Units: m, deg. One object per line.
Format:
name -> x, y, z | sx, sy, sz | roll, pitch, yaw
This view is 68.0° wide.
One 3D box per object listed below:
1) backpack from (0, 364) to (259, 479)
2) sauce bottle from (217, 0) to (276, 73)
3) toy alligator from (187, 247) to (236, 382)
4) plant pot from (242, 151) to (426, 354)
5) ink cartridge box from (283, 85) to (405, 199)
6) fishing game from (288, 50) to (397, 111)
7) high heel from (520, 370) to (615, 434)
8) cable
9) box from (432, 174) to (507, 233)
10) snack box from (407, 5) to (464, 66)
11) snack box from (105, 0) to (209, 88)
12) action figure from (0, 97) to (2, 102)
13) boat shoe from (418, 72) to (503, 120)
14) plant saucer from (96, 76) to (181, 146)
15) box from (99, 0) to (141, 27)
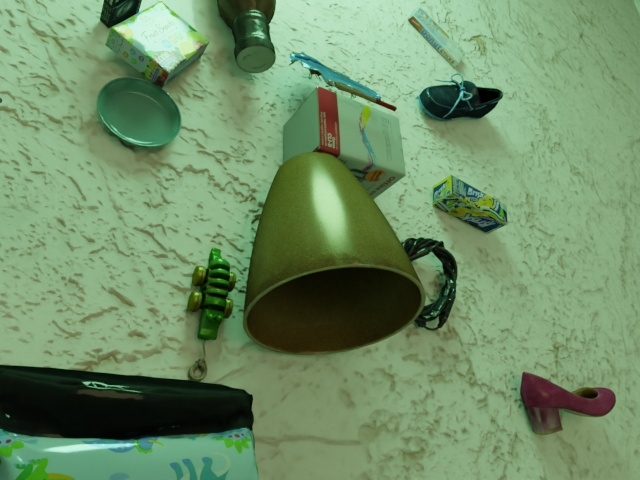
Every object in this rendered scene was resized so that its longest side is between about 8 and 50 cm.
backpack -> -0.182, 0.304, 0.407 | 0.290, 0.273, 0.355 | 19, 71, -34
sauce bottle -> -0.141, -0.466, 0.871 | 0.112, 0.111, 0.344 | 2, 69, -33
toy alligator -> -0.145, 0.090, 0.636 | 0.056, 0.051, 0.189 | 16, 60, -27
plant pot -> 0.000, 0.000, 0.687 | 0.237, 0.237, 0.254 | 13, 48, -29
ink cartridge box -> 0.039, -0.157, 0.829 | 0.176, 0.128, 0.127 | 12, 62, -29
fishing game -> 0.023, -0.292, 0.874 | 0.189, 0.041, 0.264 | 13, 26, -29
high heel -> 0.498, 0.297, 0.952 | 0.244, 0.082, 0.117 | -7, 82, -23
cable -> 0.191, 0.066, 0.885 | 0.151, 0.047, 0.184 | 38, 55, -7
box -> 0.324, -0.076, 1.026 | 0.169, 0.059, 0.054 | 23, 58, -23
snack box -> 0.311, -0.544, 1.266 | 0.178, 0.022, 0.064 | 40, 53, -12
snack box -> -0.253, -0.313, 0.753 | 0.100, 0.037, 0.141 | 36, 43, -13
action figure -> -0.430, -0.143, 0.438 | 0.342, 0.178, 0.329 | 2, 73, -2
boat shoe -> 0.343, -0.356, 1.154 | 0.258, 0.089, 0.108 | -17, 78, -38
plant saucer -> -0.269, -0.186, 0.705 | 0.120, 0.021, 0.119 | 15, 60, -28
box -> -0.303, -0.374, 0.732 | 0.018, 0.083, 0.067 | 44, 51, -8
